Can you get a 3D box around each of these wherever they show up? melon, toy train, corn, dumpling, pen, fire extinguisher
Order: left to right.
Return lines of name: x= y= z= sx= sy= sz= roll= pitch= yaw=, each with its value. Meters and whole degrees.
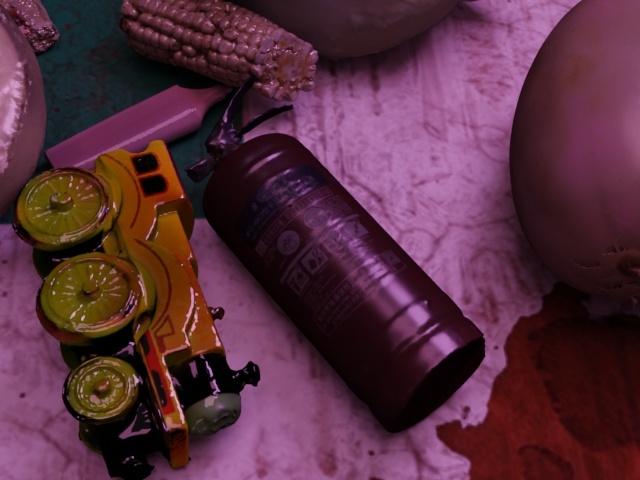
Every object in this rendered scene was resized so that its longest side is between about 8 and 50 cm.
toy train: x=-0.157 y=0.053 z=0.890 sx=0.161 sy=0.100 sz=0.296 roll=-15 pitch=61 yaw=-14
pen: x=-0.172 y=-0.112 z=1.031 sx=0.197 sy=0.032 sz=0.053 roll=-27 pitch=62 yaw=-16
corn: x=-0.105 y=-0.199 z=1.039 sx=0.211 sy=0.087 sz=0.087 roll=25 pitch=60 yaw=25
fire extinguisher: x=0.000 y=0.000 z=0.920 sx=0.135 sy=0.114 sz=0.337 roll=-41 pitch=68 yaw=-7
dumpling: x=0.037 y=-0.286 z=1.061 sx=0.321 sy=0.211 sz=0.270 roll=-29 pitch=26 yaw=-6
melon: x=0.282 y=-0.089 z=0.931 sx=0.223 sy=0.223 sz=0.316 roll=11 pitch=56 yaw=4

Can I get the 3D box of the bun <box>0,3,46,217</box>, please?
bun: x=-0.379 y=-0.104 z=0.947 sx=0.288 sy=0.146 sz=0.287 roll=2 pitch=62 yaw=-3

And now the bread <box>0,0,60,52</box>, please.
bread: x=-0.319 y=-0.220 z=1.086 sx=0.083 sy=0.035 sz=0.070 roll=-24 pitch=61 yaw=-14
